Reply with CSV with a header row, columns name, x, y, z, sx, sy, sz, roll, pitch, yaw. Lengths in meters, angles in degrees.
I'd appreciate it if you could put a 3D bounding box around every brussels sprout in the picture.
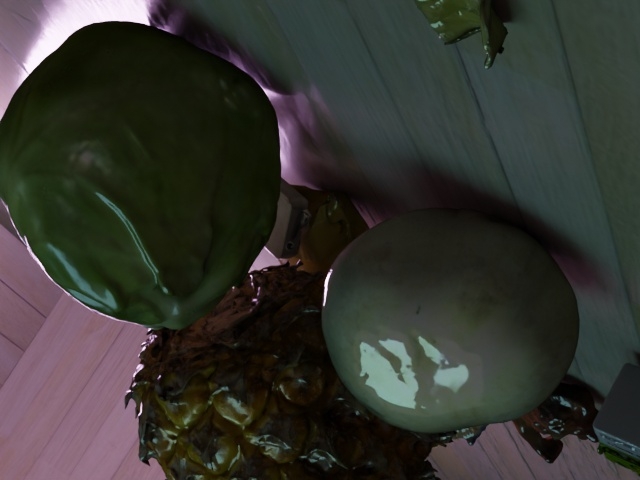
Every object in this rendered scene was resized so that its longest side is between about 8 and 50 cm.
name,x,y,z,sx,sy,sz,roll,pitch,yaw
brussels sprout,-0.187,-0.077,1.656,0.328,0.328,0.247,38,176,-25

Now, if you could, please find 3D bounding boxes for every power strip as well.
name,x,y,z,sx,sy,sz,roll,pitch,yaw
power strip,-0.076,-0.051,1.870,0.035,0.081,0.192,-5,-149,-35

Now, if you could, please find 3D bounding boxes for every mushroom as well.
name,x,y,z,sx,sy,sz,roll,pitch,yaw
mushroom,0.134,0.073,1.640,0.260,0.254,0.234,37,-156,-6

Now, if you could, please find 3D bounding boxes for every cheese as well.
name,x,y,z,sx,sy,sz,roll,pitch,yaw
cheese,0.113,-0.160,1.149,0.060,0.041,0.084,52,173,-39

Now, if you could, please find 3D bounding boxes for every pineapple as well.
name,x,y,z,sx,sy,sz,roll,pitch,yaw
pineapple,-0.042,0.195,1.812,0.352,0.352,0.300,13,132,57

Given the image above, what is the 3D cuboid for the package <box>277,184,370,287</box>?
name,x,y,z,sx,sy,sz,roll,pitch,yaw
package,0.000,0.000,1.904,0.226,0.090,0.168,17,143,55

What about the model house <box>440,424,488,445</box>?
name,x,y,z,sx,sy,sz,roll,pitch,yaw
model house,0.165,0.145,1.988,0.172,0.166,0.183,-7,128,31

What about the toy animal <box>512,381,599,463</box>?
name,x,y,z,sx,sy,sz,roll,pitch,yaw
toy animal,0.253,0.195,2.130,0.312,0.097,0.157,30,156,20

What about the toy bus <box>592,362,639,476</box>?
name,x,y,z,sx,sy,sz,roll,pitch,yaw
toy bus,0.455,0.243,1.745,0.301,0.113,0.139,22,165,32
